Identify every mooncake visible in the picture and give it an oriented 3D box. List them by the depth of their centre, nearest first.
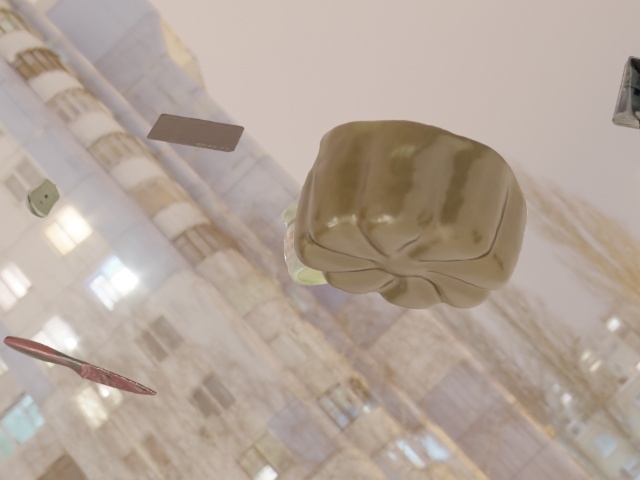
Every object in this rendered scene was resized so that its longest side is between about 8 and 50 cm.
[{"bbox_3d":[0.143,-0.026,1.711,0.378,0.378,0.200,76,-152,-66],"label":"mooncake"}]

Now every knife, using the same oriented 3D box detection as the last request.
[{"bbox_3d":[-0.332,0.176,1.437,0.018,0.247,0.035,-55,-25,-43],"label":"knife"}]

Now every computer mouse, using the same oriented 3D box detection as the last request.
[{"bbox_3d":[-0.504,-0.075,1.884,0.032,0.056,0.110,-23,21,19],"label":"computer mouse"}]

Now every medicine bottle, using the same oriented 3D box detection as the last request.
[{"bbox_3d":[0.000,0.000,2.049,0.147,0.143,0.147,-9,-21,-3],"label":"medicine bottle"}]

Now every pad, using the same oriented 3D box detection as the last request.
[{"bbox_3d":[-0.220,-0.192,1.864,0.112,0.157,0.003,-76,-5,-58],"label":"pad"}]

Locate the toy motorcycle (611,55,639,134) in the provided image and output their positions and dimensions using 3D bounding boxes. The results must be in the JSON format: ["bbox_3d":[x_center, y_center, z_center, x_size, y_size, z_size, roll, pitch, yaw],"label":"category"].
[{"bbox_3d":[0.247,-0.157,0.672,0.150,0.102,0.221,48,-125,-78],"label":"toy motorcycle"}]
